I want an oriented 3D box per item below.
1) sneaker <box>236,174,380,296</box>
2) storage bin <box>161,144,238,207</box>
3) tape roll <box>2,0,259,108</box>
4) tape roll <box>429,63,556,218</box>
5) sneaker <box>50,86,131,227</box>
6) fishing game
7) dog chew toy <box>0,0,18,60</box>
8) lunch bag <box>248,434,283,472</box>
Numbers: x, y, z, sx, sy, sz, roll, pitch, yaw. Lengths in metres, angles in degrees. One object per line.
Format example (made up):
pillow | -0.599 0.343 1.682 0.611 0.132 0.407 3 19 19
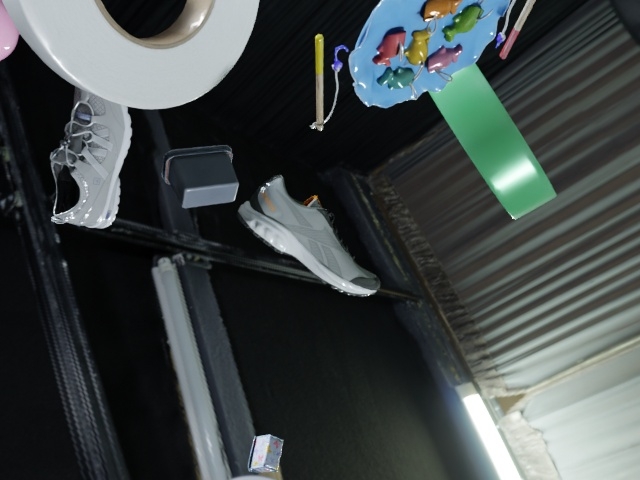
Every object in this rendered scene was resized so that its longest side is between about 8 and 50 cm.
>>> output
sneaker | 0.000 0.000 0.853 0.271 0.108 0.100 36 -179 -20
storage bin | -0.225 -0.113 1.014 0.135 0.098 0.091 -10 -123 -28
tape roll | -0.252 -0.387 0.755 0.072 0.392 0.392 26 -174 35
tape roll | 0.268 -0.190 0.872 0.321 0.077 0.321 45 -155 -28
sneaker | -0.409 -0.155 0.922 0.115 0.105 0.282 -14 -68 -63
fishing game | 0.115 -0.197 0.536 0.189 0.264 0.041 100 146 -64
dog chew toy | -0.591 -0.437 0.904 0.206 0.206 0.332 21 -134 -50
lunch bag | -0.128 0.469 1.159 0.053 0.083 0.071 32 -127 -27
